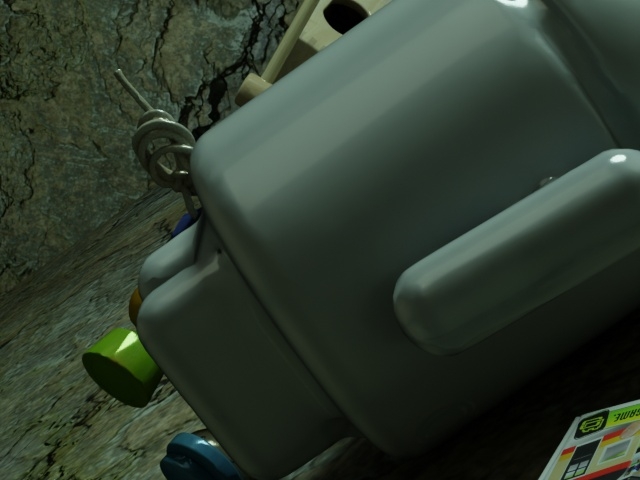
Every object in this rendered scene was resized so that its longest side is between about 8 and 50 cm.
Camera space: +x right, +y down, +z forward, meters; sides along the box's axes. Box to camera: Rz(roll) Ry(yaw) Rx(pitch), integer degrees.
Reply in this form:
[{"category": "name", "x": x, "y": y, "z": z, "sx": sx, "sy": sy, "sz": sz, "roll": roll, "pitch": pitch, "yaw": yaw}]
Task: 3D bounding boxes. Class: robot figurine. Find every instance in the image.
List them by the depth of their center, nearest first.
[{"category": "robot figurine", "x": 0.076, "y": -0.028, "z": 0.708, "sx": 0.353, "sy": 0.200, "sz": 0.300, "roll": -35, "pitch": 19, "yaw": 4}]

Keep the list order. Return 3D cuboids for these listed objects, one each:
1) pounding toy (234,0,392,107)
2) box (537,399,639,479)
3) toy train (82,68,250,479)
[{"category": "pounding toy", "x": 0.003, "y": -0.166, "z": 1.339, "sx": 0.206, "sy": 0.094, "sz": 0.181, "roll": -54, "pitch": -1, "yaw": -40}, {"category": "box", "x": 0.151, "y": 0.081, "z": 0.445, "sx": 0.207, "sy": 0.036, "sz": 0.114, "roll": -25, "pitch": 15, "yaw": 44}, {"category": "toy train", "x": -0.090, "y": 0.037, "z": 0.829, "sx": 0.143, "sy": 0.248, "sz": 0.105, "roll": -47, "pitch": 15, "yaw": -31}]
